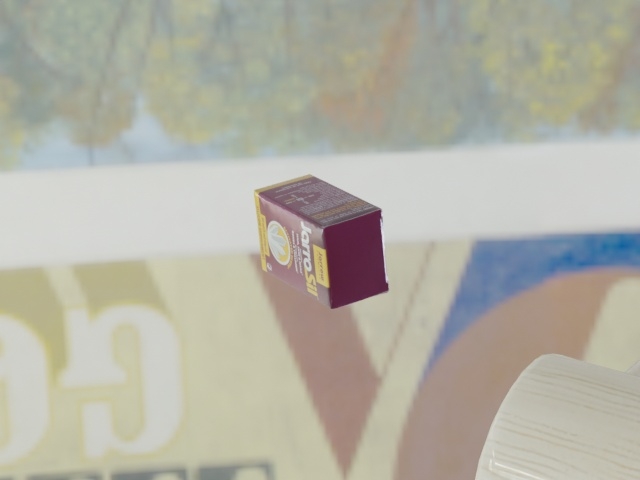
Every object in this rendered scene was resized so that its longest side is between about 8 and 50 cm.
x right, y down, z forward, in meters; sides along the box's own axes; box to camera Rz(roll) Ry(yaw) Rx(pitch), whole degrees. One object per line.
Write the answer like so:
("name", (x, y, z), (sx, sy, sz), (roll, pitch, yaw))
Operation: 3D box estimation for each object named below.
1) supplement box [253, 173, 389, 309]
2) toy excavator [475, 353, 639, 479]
("supplement box", (0.000, 0.000, 1.123), (0.043, 0.055, 0.083), (-17, -156, -28))
("toy excavator", (0.252, 0.087, 0.890), (0.222, 0.445, 0.433), (14, -122, 38))
